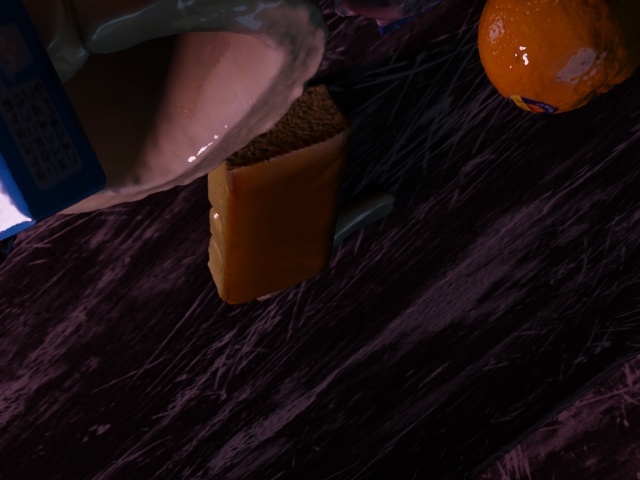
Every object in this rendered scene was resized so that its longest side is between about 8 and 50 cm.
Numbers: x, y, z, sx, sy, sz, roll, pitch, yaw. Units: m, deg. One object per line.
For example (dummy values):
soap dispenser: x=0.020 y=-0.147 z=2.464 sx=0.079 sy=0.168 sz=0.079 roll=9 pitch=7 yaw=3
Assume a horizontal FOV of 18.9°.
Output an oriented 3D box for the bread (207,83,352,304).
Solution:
bread: x=-0.051 y=-0.040 z=2.061 sx=0.138 sy=0.077 sz=0.361 roll=-22 pitch=159 yaw=-13

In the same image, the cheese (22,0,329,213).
cheese: x=-0.163 y=-0.157 z=1.498 sx=0.292 sy=0.153 sz=0.332 roll=3 pitch=148 yaw=-42

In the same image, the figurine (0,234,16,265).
figurine: x=-0.342 y=-0.031 z=1.678 sx=0.175 sy=0.116 sz=0.240 roll=-28 pitch=159 yaw=3

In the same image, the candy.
candy: x=-0.316 y=-0.050 z=1.381 sx=0.306 sy=0.157 sz=0.100 roll=-20 pitch=-171 yaw=34

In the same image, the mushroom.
mushroom: x=0.000 y=-0.001 z=2.265 sx=0.202 sy=0.054 sz=0.059 roll=-34 pitch=168 yaw=5

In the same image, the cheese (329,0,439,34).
cheese: x=0.090 y=-0.247 z=1.733 sx=0.189 sy=0.074 sz=0.286 roll=-31 pitch=170 yaw=-1

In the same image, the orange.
orange: x=0.240 y=-0.208 z=1.893 sx=0.177 sy=0.155 sz=0.177 roll=-18 pitch=164 yaw=-5
